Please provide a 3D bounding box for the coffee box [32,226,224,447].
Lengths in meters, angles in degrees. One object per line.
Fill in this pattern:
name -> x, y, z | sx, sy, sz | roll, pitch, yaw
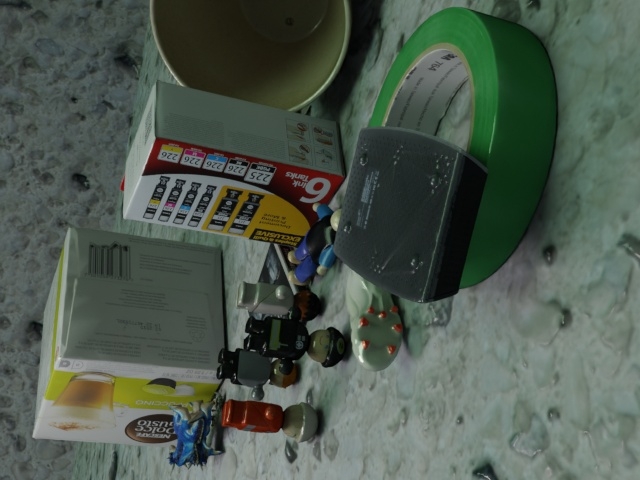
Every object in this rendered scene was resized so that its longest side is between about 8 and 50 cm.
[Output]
coffee box -> -0.417, 0.220, 1.984 | 0.334, 0.338, 0.338 | 120, 151, -43

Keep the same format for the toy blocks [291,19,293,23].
toy blocks -> -0.037, -0.482, 1.740 | 0.148, 0.054, 0.123 | -106, 34, -49

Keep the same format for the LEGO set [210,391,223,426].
LEGO set -> -0.206, 0.336, 1.839 | 0.083, 0.024, 0.054 | 105, 165, -50

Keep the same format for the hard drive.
hard drive -> 0.092, -0.033, 0.992 | 0.255, 0.054, 0.171 | -151, 72, -68

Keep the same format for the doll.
doll -> 0.000, 0.000, 1.431 | 0.189, 0.046, 0.129 | 134, 140, -56

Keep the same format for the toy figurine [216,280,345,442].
toy figurine -> -0.064, 0.178, 1.391 | 0.209, 0.148, 0.213 | -116, 39, -66

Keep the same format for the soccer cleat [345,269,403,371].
soccer cleat -> 0.066, 0.099, 1.200 | 0.196, 0.068, 0.076 | -91, 18, -44

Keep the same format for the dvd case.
dvd case -> -0.078, 0.111, 1.602 | 0.238, 0.030, 0.179 | -115, 40, -57

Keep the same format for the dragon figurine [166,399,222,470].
dragon figurine -> -0.244, 0.391, 1.788 | 0.289, 0.085, 0.143 | 158, 103, -67

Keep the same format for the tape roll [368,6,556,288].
tape roll -> 0.147, -0.105, 1.067 | 0.321, 0.077, 0.321 | -169, 90, -70

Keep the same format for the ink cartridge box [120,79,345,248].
ink cartridge box -> -0.157, -0.096, 1.511 | 0.272, 0.310, 0.130 | 123, 149, -46

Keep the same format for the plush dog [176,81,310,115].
plush dog -> -0.159, -0.258, 1.707 | 0.262, 0.226, 0.210 | -109, 35, -52

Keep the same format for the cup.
cup -> -0.089, -0.397, 1.544 | 0.237, 0.331, 0.331 | -62, -5, -62
